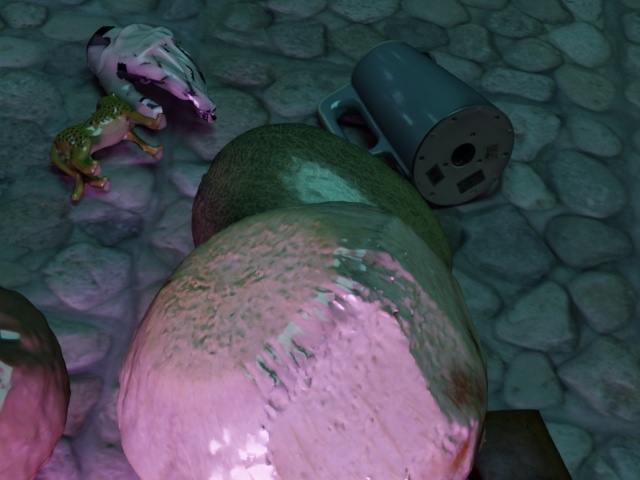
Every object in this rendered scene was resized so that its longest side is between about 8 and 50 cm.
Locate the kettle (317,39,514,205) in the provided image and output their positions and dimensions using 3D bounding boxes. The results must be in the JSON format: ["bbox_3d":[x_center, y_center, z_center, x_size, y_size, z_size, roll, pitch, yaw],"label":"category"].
[{"bbox_3d":[0.120,-0.163,2.203,0.210,0.160,0.243,-33,44,-7],"label":"kettle"}]

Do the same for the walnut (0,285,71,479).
[{"bbox_3d":[-0.382,0.167,1.588,0.227,0.273,0.273,39,32,-25],"label":"walnut"}]

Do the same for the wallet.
[{"bbox_3d":[0.231,0.288,1.760,0.137,0.031,0.255,-3,41,-18],"label":"wallet"}]

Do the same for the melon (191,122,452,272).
[{"bbox_3d":[0.000,0.000,1.872,0.329,0.249,0.248,30,42,11],"label":"melon"}]

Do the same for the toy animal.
[{"bbox_3d":[-0.303,-0.131,2.099,0.136,0.073,0.181,30,54,32],"label":"toy animal"}]

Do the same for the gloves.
[{"bbox_3d":[-0.230,-0.236,2.202,0.212,0.111,0.127,21,28,31],"label":"gloves"}]

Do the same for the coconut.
[{"bbox_3d":[0.002,0.167,1.594,0.415,0.415,0.344,-14,36,-28],"label":"coconut"}]
